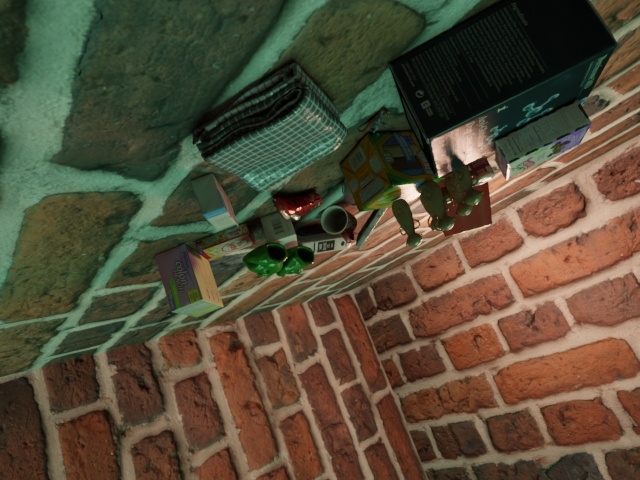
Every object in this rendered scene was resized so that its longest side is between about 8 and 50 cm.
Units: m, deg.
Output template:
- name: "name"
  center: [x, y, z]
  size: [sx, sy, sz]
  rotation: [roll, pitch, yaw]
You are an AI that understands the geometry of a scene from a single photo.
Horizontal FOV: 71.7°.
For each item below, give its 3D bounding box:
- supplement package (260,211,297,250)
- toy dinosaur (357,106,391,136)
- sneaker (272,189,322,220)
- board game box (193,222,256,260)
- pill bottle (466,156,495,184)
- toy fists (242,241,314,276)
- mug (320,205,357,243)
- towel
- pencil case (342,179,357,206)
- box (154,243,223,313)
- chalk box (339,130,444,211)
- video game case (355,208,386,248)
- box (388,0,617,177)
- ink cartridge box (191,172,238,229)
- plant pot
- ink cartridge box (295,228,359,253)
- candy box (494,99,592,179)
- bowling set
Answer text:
- name: "supplement package"
  center: [-0.150, -0.026, 1.647]
  size: [0.105, 0.105, 0.179]
  rotation: [-19, 165, -6]
- name: "toy dinosaur"
  center: [0.151, -0.317, 1.176]
  size: [0.090, 0.047, 0.082]
  rotation: [-8, 145, -9]
- name: "sneaker"
  center: [-0.072, -0.133, 1.468]
  size: [0.128, 0.087, 0.221]
  rotation: [-33, 175, 11]
- name: "board game box"
  center: [-0.343, 0.008, 1.615]
  size: [0.194, 0.045, 0.147]
  rotation: [-21, 165, -3]
- name: "pill bottle"
  center: [0.577, -0.287, 1.648]
  size: [0.086, 0.152, 0.086]
  rotation: [-20, 165, -5]
- name: "toy fists"
  center: [-0.153, 0.077, 1.616]
  size: [0.142, 0.096, 0.279]
  rotation: [-23, 162, 37]
- name: "mug"
  center: [0.083, -0.058, 1.800]
  size: [0.113, 0.150, 0.169]
  rotation: [-5, 176, 20]
- name: "towel"
  center: [-0.104, -0.228, 0.971]
  size: [0.284, 0.121, 0.235]
  rotation: [-27, 164, 19]
- name: "pencil case"
  center: [0.206, -0.186, 1.572]
  size: [0.273, 0.124, 0.113]
  rotation: [-10, 122, -40]
- name: "box"
  center: [-0.474, 0.155, 1.620]
  size: [0.117, 0.213, 0.243]
  rotation: [-22, 166, -1]
- name: "chalk box"
  center: [0.242, -0.218, 1.375]
  size: [0.289, 0.179, 0.180]
  rotation: [-11, 163, -33]
- name: "video game case"
  center: [0.209, -0.080, 1.770]
  size: [0.206, 0.026, 0.227]
  rotation: [-57, 180, 14]
- name: "box"
  center: [0.401, -0.359, 1.038]
  size: [0.396, 0.211, 0.293]
  rotation: [-26, 164, 14]
- name: "ink cartridge box"
  center: [-0.285, -0.096, 1.212]
  size: [0.062, 0.104, 0.181]
  rotation: [-21, 165, -3]
- name: "plant pot"
  center: [0.582, -0.156, 1.847]
  size: [0.275, 0.243, 0.275]
  rotation: [-16, 178, -1]
- name: "ink cartridge box"
  center: [0.000, 0.000, 1.875]
  size: [0.333, 0.065, 0.165]
  rotation: [-9, -161, -39]
- name: "candy box"
  center: [0.540, -0.240, 1.096]
  size: [0.196, 0.070, 0.165]
  rotation: [-27, 165, 17]
- name: "bowling set"
  center: [0.382, -0.104, 1.327]
  size: [0.200, 0.154, 0.287]
  rotation: [-7, 160, -46]
